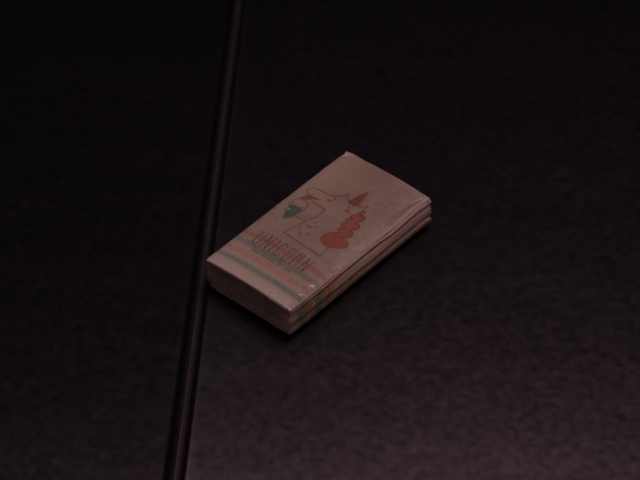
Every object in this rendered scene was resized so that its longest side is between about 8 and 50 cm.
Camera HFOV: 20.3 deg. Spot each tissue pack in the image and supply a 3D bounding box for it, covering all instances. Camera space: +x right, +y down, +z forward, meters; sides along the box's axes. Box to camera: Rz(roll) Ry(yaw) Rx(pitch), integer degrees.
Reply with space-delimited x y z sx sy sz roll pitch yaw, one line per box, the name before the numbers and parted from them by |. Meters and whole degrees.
tissue pack | 0.000 0.000 0.862 0.056 0.023 0.108 32 51 28
